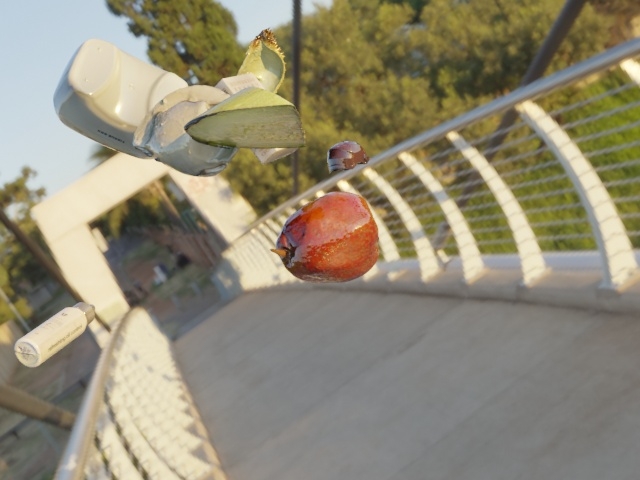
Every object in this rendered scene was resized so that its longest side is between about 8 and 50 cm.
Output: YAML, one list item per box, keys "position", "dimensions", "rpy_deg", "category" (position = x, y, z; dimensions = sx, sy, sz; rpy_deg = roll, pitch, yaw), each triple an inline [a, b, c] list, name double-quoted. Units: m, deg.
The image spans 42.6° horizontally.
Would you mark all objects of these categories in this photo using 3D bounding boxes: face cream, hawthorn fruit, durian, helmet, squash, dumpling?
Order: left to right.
- position: [-0.742, 0.254, 2.350]
  dimensions: [0.092, 0.092, 0.311]
  rpy_deg: [-29, 8, 26]
  category: "face cream"
- position: [-0.297, -0.266, 1.905]
  dimensions: [0.175, 0.243, 0.227]
  rpy_deg: [141, 150, -71]
  category: "dumpling"
- position: [-0.158, -0.231, 1.747]
  dimensions: [0.155, 0.204, 0.237]
  rpy_deg: [-56, -12, -12]
  category: "squash"
- position: [-0.185, -0.519, 2.496]
  dimensions: [0.139, 0.144, 0.252]
  rpy_deg: [7, -63, -59]
  category: "durian"
- position: [0.000, 0.000, 1.861]
  dimensions: [0.262, 0.210, 0.210]
  rpy_deg: [-11, 1, -20]
  category: "hawthorn fruit"
- position: [0.067, -0.219, 2.096]
  dimensions: [0.098, 0.070, 0.123]
  rpy_deg: [-4, 18, 42]
  category: "helmet"

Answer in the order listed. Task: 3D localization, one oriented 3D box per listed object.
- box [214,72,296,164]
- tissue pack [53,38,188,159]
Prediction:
- position: [-0.162, -0.314, 2.103]
  dimensions: [0.067, 0.233, 0.149]
  rpy_deg: [-39, -4, 34]
  category: "box"
- position: [-0.531, -0.362, 2.187]
  dimensions: [0.236, 0.333, 0.229]
  rpy_deg: [-33, 38, 55]
  category: "tissue pack"
